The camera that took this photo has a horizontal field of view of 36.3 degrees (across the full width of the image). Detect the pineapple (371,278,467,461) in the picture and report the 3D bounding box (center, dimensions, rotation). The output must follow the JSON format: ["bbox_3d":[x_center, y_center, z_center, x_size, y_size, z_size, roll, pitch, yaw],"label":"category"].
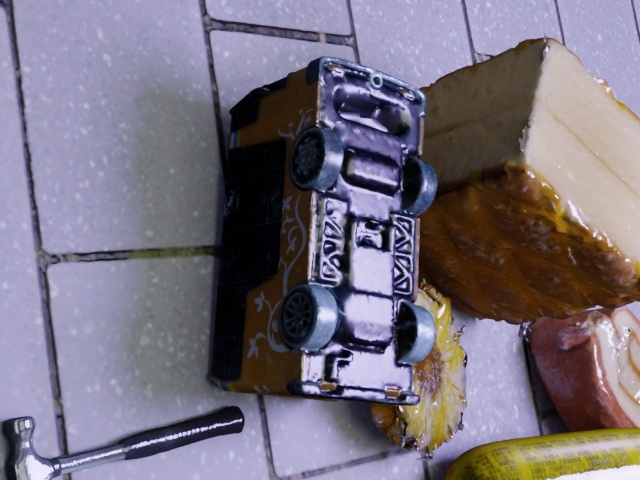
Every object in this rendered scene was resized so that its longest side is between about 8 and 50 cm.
[{"bbox_3d":[0.107,0.144,1.102,0.221,0.047,0.221,11,77,-57],"label":"pineapple"}]

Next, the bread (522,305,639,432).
[{"bbox_3d":[0.383,0.182,1.306,0.244,0.123,0.190,40,58,-24],"label":"bread"}]

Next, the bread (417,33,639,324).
[{"bbox_3d":[0.223,-0.054,1.130,0.279,0.279,0.207,32,59,-26],"label":"bread"}]

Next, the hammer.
[{"bbox_3d":[-0.169,0.196,0.905,0.246,0.029,0.103,-4,81,-42],"label":"hammer"}]

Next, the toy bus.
[{"bbox_3d":[0.000,0.000,0.986,0.162,0.194,0.323,12,74,-37],"label":"toy bus"}]

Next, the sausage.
[{"bbox_3d":[0.296,0.289,1.153,0.347,0.123,0.123,-2,79,-17],"label":"sausage"}]
